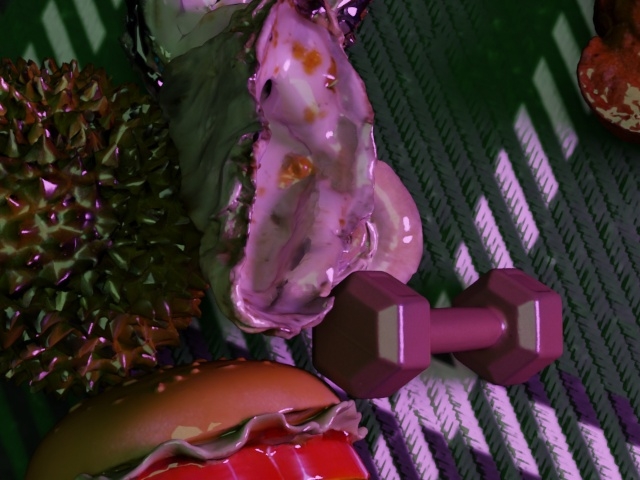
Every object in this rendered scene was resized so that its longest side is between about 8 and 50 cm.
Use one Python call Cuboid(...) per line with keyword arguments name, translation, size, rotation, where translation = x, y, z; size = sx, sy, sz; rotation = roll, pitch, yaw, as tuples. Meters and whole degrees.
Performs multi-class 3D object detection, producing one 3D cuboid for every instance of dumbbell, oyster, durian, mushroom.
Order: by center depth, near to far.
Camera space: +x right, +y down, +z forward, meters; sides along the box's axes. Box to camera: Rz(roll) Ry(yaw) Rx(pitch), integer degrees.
Cuboid(name="oyster", translation=(-0.043, -0.063, 1.388), size=(0.110, 0.166, 0.341), rotation=(-32, 53, 31))
Cuboid(name="dumbbell", translation=(0.091, 0.066, 1.437), size=(0.092, 0.231, 0.082), rotation=(36, 112, 35))
Cuboid(name="durian", translation=(-0.218, -0.021, 1.439), size=(0.292, 0.258, 0.258), rotation=(21, 81, 13))
Cuboid(name="mushroom", translation=(0.000, 0.000, 1.492), size=(0.154, 0.122, 0.154), rotation=(0, 87, -4))
Cuboid(name="oyster", translation=(-0.055, -0.213, 1.547), size=(0.198, 0.092, 0.260), rotation=(29, 72, 4))

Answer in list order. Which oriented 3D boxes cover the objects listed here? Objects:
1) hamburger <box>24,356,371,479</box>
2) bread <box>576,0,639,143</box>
Cuboid(name="hamburger", translation=(-0.087, 0.193, 1.384), size=(0.274, 0.274, 0.212), rotation=(-17, 80, -4))
Cuboid(name="bread", translation=(0.327, -0.161, 1.517), size=(0.246, 0.135, 0.232), rotation=(11, 80, 1))
